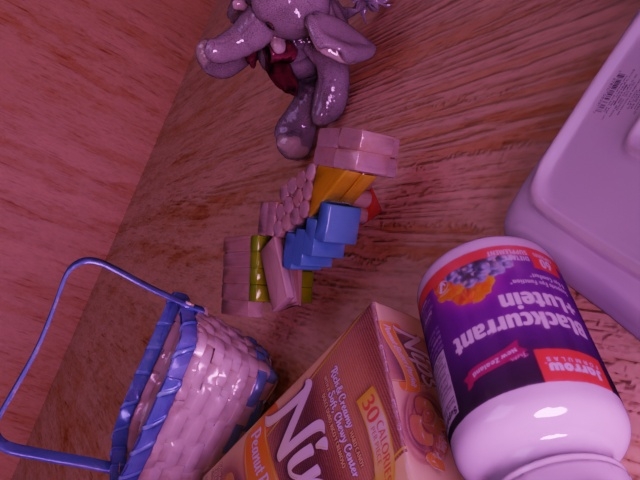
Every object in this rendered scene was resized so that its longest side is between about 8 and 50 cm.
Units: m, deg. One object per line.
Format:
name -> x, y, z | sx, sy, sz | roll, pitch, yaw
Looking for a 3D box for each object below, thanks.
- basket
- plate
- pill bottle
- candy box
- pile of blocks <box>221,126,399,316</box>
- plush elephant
basket -> -0.223, 0.185, 0.836 | 0.255, 0.289, 0.201 | -62, 24, 4
plate -> 0.249, -0.072, 0.431 | 0.277, 0.045, 0.278 | -60, 25, 13
pill bottle -> 0.131, 0.097, 0.433 | 0.108, 0.108, 0.193 | -49, 29, 31
candy box -> -0.001, 0.227, 0.598 | 0.316, 0.087, 0.183 | -51, 30, 30
pile of blocks -> 0.000, 0.000, 0.805 | 0.362, 0.112, 0.149 | -43, 51, 47
plush elephant -> -0.054, -0.308, 0.966 | 0.330, 0.272, 0.255 | -39, -13, 17
